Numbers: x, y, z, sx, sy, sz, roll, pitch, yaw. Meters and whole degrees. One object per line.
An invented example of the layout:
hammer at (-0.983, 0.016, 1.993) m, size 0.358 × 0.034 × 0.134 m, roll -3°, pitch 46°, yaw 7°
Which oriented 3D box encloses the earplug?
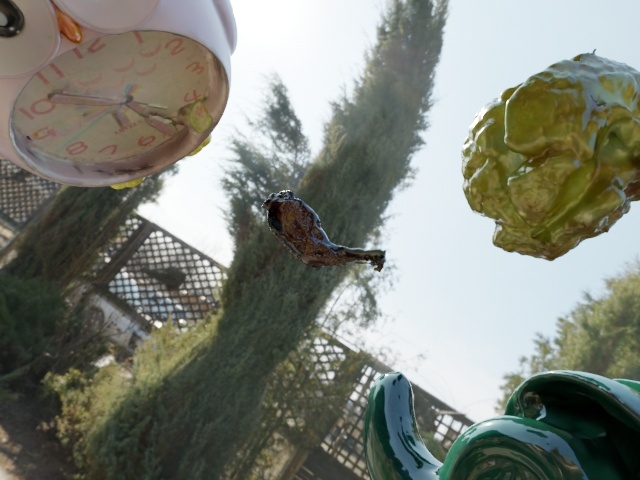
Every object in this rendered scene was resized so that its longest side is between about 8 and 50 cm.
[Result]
earplug at (0.196, 0.198, 0.383) m, size 0.280 × 0.164 × 0.257 m, roll -1°, pitch -14°, yaw -13°

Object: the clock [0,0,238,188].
clock at (-0.287, -0.257, 0.503) m, size 0.251 × 0.368 × 0.377 m, roll 58°, pitch -10°, yaw 13°

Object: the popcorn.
popcorn at (0.348, -0.119, 0.621) m, size 0.247 × 0.282 × 0.282 m, roll 60°, pitch -14°, yaw 9°

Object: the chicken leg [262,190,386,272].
chicken leg at (0.000, 0.000, 0.795) m, size 0.253 × 0.106 × 0.051 m, roll 31°, pitch -9°, yaw 2°
